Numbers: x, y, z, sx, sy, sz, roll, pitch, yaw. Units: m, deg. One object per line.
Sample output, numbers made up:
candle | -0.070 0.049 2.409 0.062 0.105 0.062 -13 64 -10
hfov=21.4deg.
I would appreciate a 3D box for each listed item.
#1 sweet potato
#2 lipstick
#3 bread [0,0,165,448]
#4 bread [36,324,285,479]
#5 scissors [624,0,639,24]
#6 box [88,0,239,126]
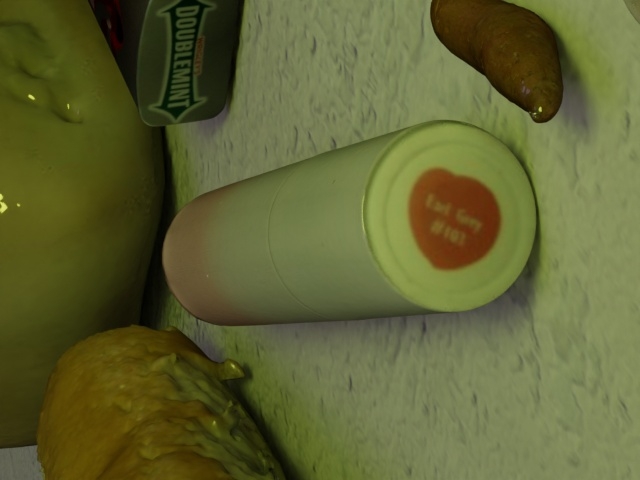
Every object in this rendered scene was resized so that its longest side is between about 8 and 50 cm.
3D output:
sweet potato | 0.069 -0.097 0.741 0.179 0.044 0.044 -116 26 -51
lipstick | 0.000 0.000 0.892 0.327 0.087 0.087 168 92 -69
bread | -0.276 -0.018 1.370 0.376 0.253 0.348 106 143 -52
bread | -0.086 0.218 1.073 0.375 0.165 0.237 -126 32 -66
scissors | 0.139 -0.166 0.545 0.118 0.030 0.242 -128 31 -51
box | -0.122 -0.191 1.149 0.120 0.069 0.224 102 152 -44
